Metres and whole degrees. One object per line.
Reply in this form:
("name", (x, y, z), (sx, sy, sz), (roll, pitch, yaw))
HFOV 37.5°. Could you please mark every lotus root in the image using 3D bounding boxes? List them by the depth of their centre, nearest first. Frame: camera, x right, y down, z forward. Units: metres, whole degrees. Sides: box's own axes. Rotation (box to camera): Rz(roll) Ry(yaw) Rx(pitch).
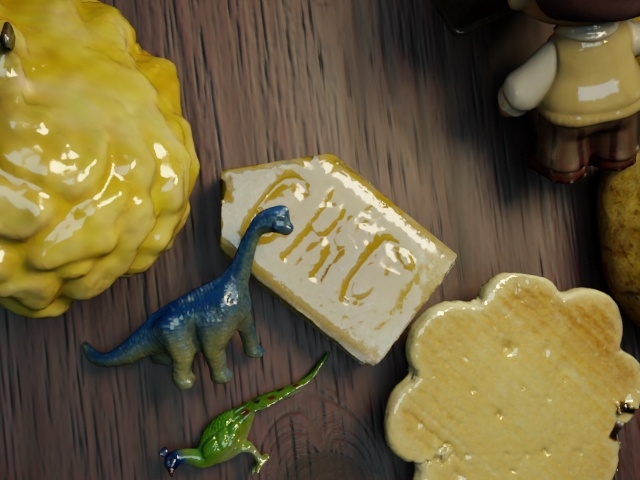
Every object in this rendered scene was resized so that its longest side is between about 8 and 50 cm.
("lotus root", (0.382, 0.007, 1.056), (0.145, 0.128, 0.260), (-4, 88, -44))

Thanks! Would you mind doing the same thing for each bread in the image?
("bread", (0.214, 0.182, 1.042), (0.316, 0.054, 0.316), (-2, 98, -15))

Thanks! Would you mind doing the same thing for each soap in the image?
("soap", (0.000, 0.000, 1.030), (0.257, 0.080, 0.160), (38, 83, -5))

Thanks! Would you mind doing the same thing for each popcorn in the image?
("popcorn", (-0.293, -0.068, 0.889), (0.349, 0.382, 0.349), (22, 42, -22))

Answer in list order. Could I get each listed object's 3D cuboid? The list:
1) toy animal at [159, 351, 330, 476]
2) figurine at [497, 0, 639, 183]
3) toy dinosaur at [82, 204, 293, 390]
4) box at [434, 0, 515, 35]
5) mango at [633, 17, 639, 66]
("toy animal", (-0.065, 0.207, 1.031), (0.217, 0.041, 0.075), (-29, 90, -13))
("figurine", (0.263, -0.246, 0.929), (0.218, 0.365, 0.206), (-4, 50, 6))
("toy dinosaur", (-0.143, 0.058, 0.973), (0.247, 0.075, 0.188), (-3, 114, 7))
("box", (0.182, -0.397, 1.048), (0.184, 0.143, 0.273), (-25, 89, -8))
("mango", (0.490, -0.223, 1.060), (0.384, 0.199, 0.221), (15, 90, 6))
